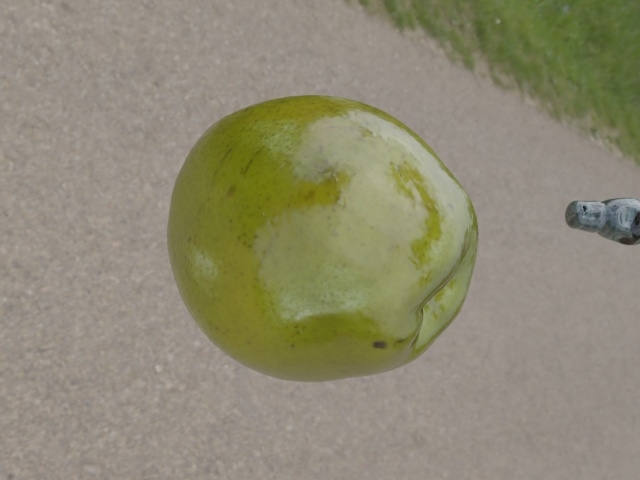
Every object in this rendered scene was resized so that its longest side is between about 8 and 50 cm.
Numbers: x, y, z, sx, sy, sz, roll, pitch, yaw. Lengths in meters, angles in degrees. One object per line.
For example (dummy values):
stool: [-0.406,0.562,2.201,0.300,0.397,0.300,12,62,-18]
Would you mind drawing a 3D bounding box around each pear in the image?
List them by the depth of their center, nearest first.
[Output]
pear: [0.000,0.001,0.593,0.198,0.198,0.198,34,44,-40]

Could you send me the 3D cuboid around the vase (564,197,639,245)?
vase: [0.366,-0.018,1.013,0.211,0.060,0.060,6,57,-10]
